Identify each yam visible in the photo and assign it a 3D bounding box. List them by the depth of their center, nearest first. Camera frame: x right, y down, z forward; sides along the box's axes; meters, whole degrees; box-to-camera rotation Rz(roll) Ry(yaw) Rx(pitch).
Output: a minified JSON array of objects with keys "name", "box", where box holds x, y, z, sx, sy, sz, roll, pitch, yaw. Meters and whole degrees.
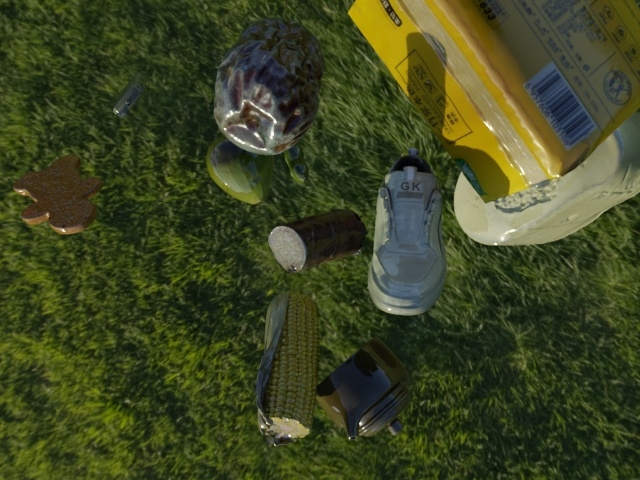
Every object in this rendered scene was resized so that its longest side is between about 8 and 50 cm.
[{"name":"yam","box":[-0.001,-0.001,0.790,0.079,0.141,0.079,14,111,38]}]

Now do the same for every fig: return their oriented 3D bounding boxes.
[{"name":"fig","box":[-0.247,-0.229,1.658,0.207,0.207,0.230,-7,78,13]}]

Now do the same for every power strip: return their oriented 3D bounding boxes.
[{"name":"power strip","box":[-0.389,-0.299,1.099,0.076,0.169,0.028,-46,119,8]}]

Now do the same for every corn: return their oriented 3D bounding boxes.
[{"name":"corn","box":[-0.064,0.250,1.085,0.122,0.123,0.305,8,54,-6]}]

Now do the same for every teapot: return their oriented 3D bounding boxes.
[{"name":"teapot","box":[0.111,0.317,1.113,0.175,0.267,0.185,51,125,12]}]

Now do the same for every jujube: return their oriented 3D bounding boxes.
[{"name":"jujube","box":[-0.097,-0.318,1.081,0.226,0.317,0.226,7,135,7]}]

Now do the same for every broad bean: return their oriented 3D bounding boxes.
[{"name":"broad bean","box":[-0.094,-0.270,1.626,0.056,0.318,0.098,-6,126,-22]}]

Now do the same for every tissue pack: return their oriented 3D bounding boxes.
[{"name":"tissue pack","box":[0.275,-0.297,0.796,0.293,0.228,0.382,-39,97,-15]}]

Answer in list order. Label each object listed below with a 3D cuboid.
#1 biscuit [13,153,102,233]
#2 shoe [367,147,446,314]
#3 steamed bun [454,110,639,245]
[{"name":"biscuit","box":[-0.530,-0.086,1.103,0.165,0.036,0.250,-34,50,-21]},{"name":"shoe","box":[0.142,-0.038,0.863,0.124,0.316,0.159,2,129,7]},{"name":"steamed bun","box":[0.582,-0.179,1.354,0.456,0.371,0.290,-40,62,43]}]
